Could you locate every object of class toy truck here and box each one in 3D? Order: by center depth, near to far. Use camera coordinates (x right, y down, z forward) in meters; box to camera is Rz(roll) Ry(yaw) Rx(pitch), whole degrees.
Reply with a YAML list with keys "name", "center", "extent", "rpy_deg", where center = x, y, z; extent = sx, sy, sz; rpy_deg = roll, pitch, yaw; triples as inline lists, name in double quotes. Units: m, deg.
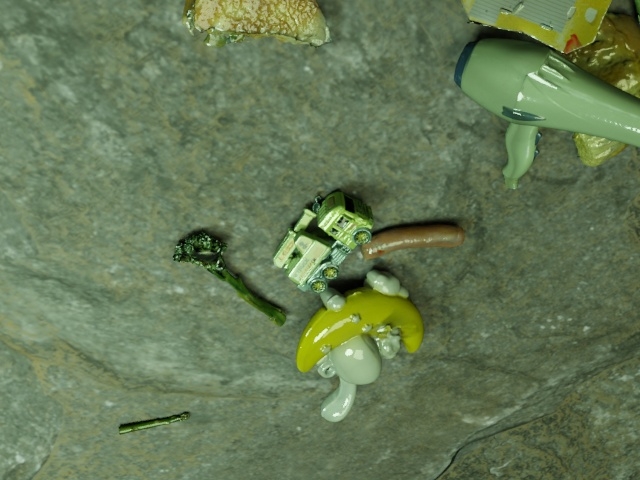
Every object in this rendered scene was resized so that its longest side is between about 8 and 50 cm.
- name: "toy truck"
  center: [0.000, 0.000, 1.287]
  extent: [0.100, 0.077, 0.169]
  rpy_deg: [31, 116, -20]

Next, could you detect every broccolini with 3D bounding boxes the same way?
- name: "broccolini"
  center: [-0.135, 0.061, 1.322]
  extent: [0.254, 0.071, 0.057]
  rpy_deg: [41, 64, -45]

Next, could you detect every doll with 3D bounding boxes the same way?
- name: "doll"
  center: [0.065, 0.173, 1.424]
  extent: [0.237, 0.111, 0.252]
  rpy_deg: [-34, 130, -11]

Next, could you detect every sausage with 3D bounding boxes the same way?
- name: "sausage"
  center: [0.153, -0.001, 1.358]
  extent: [0.177, 0.040, 0.047]
  rpy_deg: [-7, 135, -14]

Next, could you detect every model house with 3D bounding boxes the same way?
- name: "model house"
  center: [0.298, -0.370, 1.086]
  extent: [0.208, 0.136, 0.219]
  rpy_deg: [23, 107, 12]

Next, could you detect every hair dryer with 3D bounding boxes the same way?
- name: "hair dryer"
  center: [0.356, -0.156, 1.168]
  extent: [0.119, 0.296, 0.298]
  rpy_deg: [-57, 138, -21]

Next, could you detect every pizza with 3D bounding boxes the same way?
- name: "pizza"
  center: [-0.065, -0.305, 1.038]
  extent: [0.195, 0.052, 0.185]
  rpy_deg: [29, 106, -29]

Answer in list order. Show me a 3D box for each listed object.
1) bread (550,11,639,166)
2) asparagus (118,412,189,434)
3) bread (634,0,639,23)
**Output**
- name: "bread"
  center: [0.443, -0.206, 1.237]
  extent: [0.174, 0.133, 0.251]
  rpy_deg: [-32, 131, 9]
- name: "asparagus"
  center: [-0.297, 0.327, 1.477]
  extent: [0.127, 0.018, 0.015]
  rpy_deg: [-9, 89, -15]
- name: "bread"
  center: [0.579, -0.411, 1.172]
  extent: [0.302, 0.045, 0.301]
  rpy_deg: [-11, 133, -12]
